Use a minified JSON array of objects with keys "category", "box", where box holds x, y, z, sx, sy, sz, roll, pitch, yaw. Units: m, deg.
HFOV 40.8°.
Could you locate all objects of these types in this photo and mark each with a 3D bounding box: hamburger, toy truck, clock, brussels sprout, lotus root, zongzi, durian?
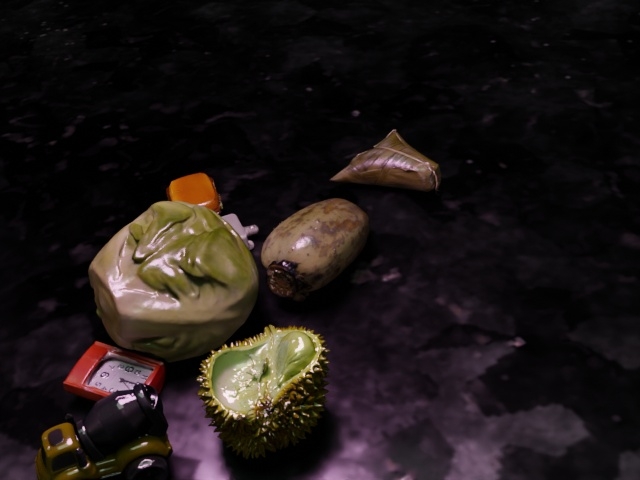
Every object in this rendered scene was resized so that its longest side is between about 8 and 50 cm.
[{"category":"hamburger","box":[-0.292,-0.080,1.961,0.137,0.087,0.166,-12,38,-7]},{"category":"toy truck","box":[-0.359,0.327,1.401,0.224,0.165,0.147,-19,41,-15]},{"category":"clock","box":[-0.372,0.258,1.576,0.155,0.061,0.113,13,42,17]},{"category":"brussels sprout","box":[-0.279,0.069,1.657,0.328,0.247,0.328,-1,33,0]},{"category":"lotus root","box":[0.000,0.000,1.785,0.173,0.173,0.309,18,37,27]},{"category":"zongzi","box":[0.156,-0.146,1.986,0.204,0.094,0.205,-28,44,-19]},{"category":"durian","box":[-0.092,0.256,1.450,0.200,0.176,0.237,19,39,41]}]

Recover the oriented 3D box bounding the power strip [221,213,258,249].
[{"category":"power strip","box":[-0.292,0.021,1.859,0.338,0.058,0.098,-17,40,-15]}]
